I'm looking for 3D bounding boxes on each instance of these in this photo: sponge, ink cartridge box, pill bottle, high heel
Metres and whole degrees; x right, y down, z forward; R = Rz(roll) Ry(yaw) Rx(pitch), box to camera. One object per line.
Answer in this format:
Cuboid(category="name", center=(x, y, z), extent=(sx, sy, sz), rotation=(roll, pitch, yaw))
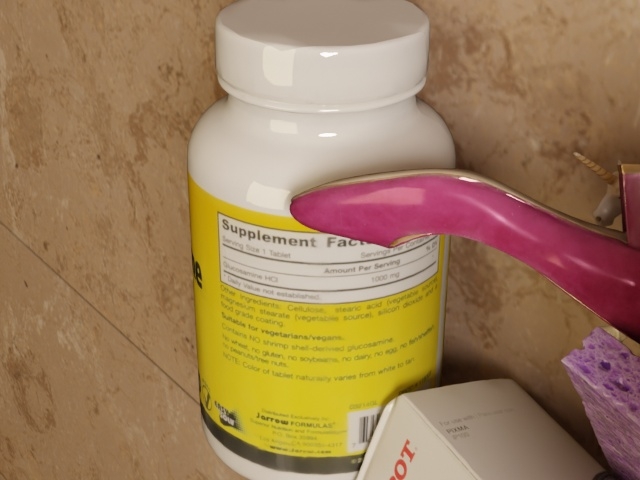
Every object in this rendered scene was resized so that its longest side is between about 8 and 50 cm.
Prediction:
Cuboid(category="sponge", center=(0.206, 0.133, 0.634), extent=(0.117, 0.031, 0.210), rotation=(42, 173, 35))
Cuboid(category="ink cartridge box", center=(0.137, 0.254, 0.722), extent=(0.283, 0.117, 0.207), rotation=(47, 128, 42))
Cuboid(category="pill bottle", center=(0.000, 0.000, 0.799), extent=(0.188, 0.188, 0.334), rotation=(28, 128, 42))
Cuboid(category="high heel", center=(0.100, 0.017, 0.631), extent=(0.244, 0.082, 0.117), rotation=(-1, 93, 11))

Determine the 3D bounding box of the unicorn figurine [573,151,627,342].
Cuboid(category="unicorn figurine", center=(0.208, 0.026, 0.666), extent=(0.162, 0.060, 0.111), rotation=(34, 124, 19))
